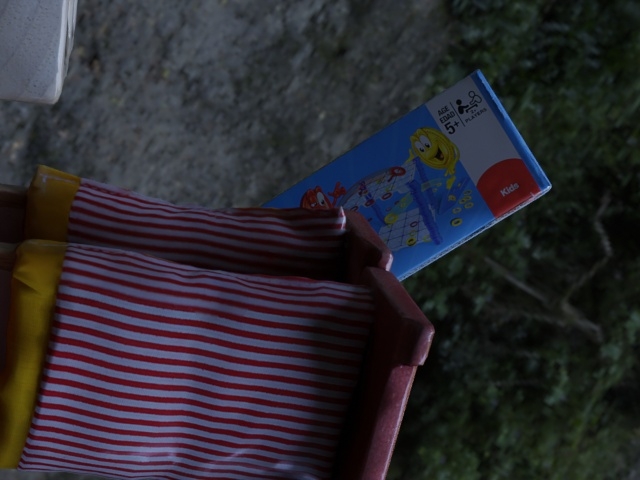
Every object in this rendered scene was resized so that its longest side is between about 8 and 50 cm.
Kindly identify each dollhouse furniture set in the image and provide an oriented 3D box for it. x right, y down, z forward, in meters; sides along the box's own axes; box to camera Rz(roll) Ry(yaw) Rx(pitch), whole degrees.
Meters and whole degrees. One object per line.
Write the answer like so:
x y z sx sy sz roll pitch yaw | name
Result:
-0.050 -0.073 0.480 0.152 0.201 0.374 -114 -146 -68 | dollhouse furniture set

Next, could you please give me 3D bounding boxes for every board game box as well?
0.000 0.000 0.879 0.302 0.086 0.308 -32 -178 5 | board game box
